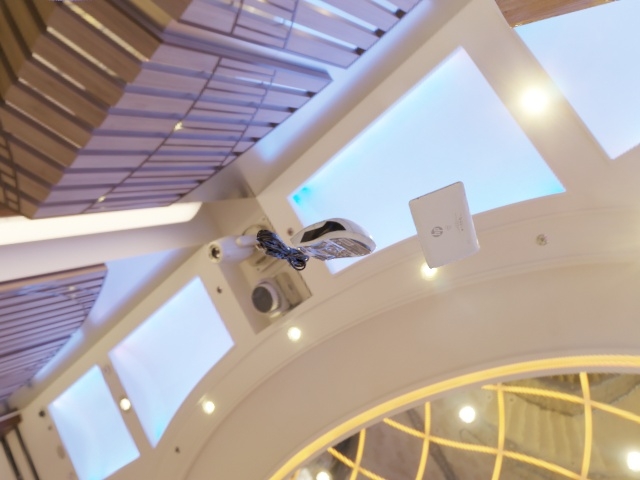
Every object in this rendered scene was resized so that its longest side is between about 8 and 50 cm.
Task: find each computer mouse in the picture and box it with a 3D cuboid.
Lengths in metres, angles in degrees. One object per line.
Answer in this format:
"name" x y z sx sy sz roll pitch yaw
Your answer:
"computer mouse" 0.000 0.000 0.740 0.193 0.106 0.042 -11 -122 45

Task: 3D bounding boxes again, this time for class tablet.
"tablet" 0.119 -0.013 0.513 0.054 0.006 0.083 -21 -60 3

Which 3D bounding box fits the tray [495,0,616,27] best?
"tray" 0.387 -0.350 0.507 0.411 0.076 0.202 3 -113 43
